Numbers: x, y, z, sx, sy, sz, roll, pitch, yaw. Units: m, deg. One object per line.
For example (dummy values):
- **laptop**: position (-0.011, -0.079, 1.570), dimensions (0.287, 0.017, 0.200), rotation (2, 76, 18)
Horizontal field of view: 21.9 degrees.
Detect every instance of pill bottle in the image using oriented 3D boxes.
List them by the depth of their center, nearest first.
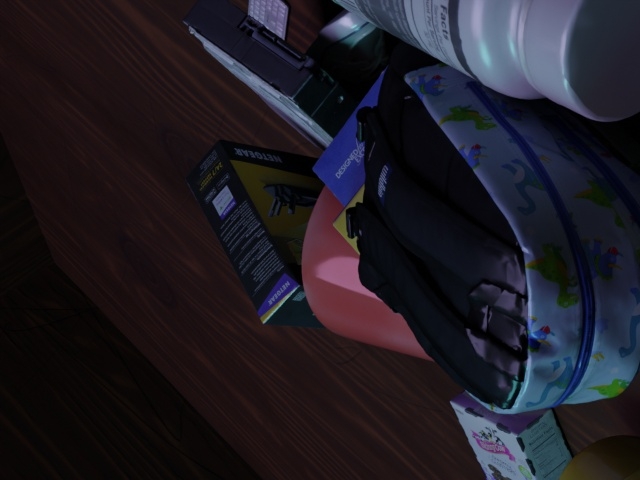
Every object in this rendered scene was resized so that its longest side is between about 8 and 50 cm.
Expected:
- **pill bottle**: position (0.163, -0.252, 1.514), dimensions (0.361, 0.204, 0.204), rotation (36, 153, 43)

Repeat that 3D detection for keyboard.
- **keyboard**: position (-0.078, -0.284, 2.338), dimensions (0.072, 0.014, 0.256), rotation (50, 161, 16)

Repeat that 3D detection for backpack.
- **backpack**: position (0.179, 0.006, 1.547), dimensions (0.355, 0.273, 0.290), rotation (-106, 21, -64)

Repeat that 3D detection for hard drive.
- **hard drive**: position (-0.005, -0.167, 2.084), dimensions (0.237, 0.064, 0.339), rotation (38, 179, 39)

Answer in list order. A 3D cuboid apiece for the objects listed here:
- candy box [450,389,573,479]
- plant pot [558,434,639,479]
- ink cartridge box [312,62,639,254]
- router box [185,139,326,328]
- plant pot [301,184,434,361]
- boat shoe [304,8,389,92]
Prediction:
- **candy box**: position (0.288, 0.307, 2.362), dimensions (0.165, 0.070, 0.196), rotation (24, 144, 57)
- **plant pot**: position (0.393, 0.351, 1.952), dimensions (0.254, 0.254, 0.239), rotation (63, 174, -23)
- **ink cartridge box**: position (0.150, -0.079, 1.779), dimensions (0.307, 0.072, 0.304), rotation (47, 119, 19)
- **router box**: position (0.000, 0.000, 2.157), dimensions (0.081, 0.308, 0.243), rotation (-46, 58, 28)
- **plant pot**: position (0.156, 0.029, 1.966), dimensions (0.243, 0.275, 0.275), rotation (23, 144, 40)
- **boat shoe**: position (0.047, -0.237, 2.020), dimensions (0.084, 0.095, 0.258), rotation (51, 172, -1)
